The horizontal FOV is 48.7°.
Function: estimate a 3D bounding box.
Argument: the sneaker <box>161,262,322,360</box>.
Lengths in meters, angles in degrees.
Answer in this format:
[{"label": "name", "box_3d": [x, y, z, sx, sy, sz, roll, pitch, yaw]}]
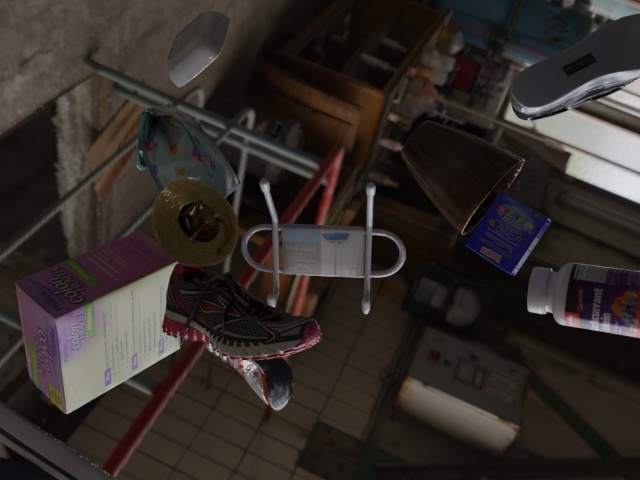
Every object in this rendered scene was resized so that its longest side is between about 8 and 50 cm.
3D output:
[{"label": "sneaker", "box_3d": [-0.131, 0.106, 1.058, 0.121, 0.299, 0.111, -5, 102, -54]}]

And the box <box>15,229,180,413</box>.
[{"label": "box", "box_3d": [-0.369, 0.133, 1.209, 0.243, 0.117, 0.213, -29, 139, -42]}]

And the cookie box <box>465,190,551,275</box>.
[{"label": "cookie box", "box_3d": [0.304, -0.012, 1.146, 0.107, 0.092, 0.040, -58, 151, 8]}]

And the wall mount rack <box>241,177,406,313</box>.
[{"label": "wall mount rack", "box_3d": [0.000, 0.000, 1.432, 0.130, 0.351, 0.303, -79, 169, -63]}]

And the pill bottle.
[{"label": "pill bottle", "box_3d": [0.450, 0.095, 1.174, 0.108, 0.194, 0.108, -25, 118, -59]}]

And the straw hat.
[{"label": "straw hat", "box_3d": [-0.178, -0.030, 1.074, 0.061, 0.145, 0.144, -38, 151, -65]}]

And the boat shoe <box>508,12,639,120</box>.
[{"label": "boat shoe", "box_3d": [0.351, -0.213, 0.903, 0.229, 0.080, 0.076, -26, 162, 6]}]

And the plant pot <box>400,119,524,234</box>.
[{"label": "plant pot", "box_3d": [0.305, -0.166, 1.623, 0.215, 0.230, 0.215, -45, 164, -17]}]

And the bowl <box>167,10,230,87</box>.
[{"label": "bowl", "box_3d": [-0.247, -0.385, 1.392, 0.142, 0.053, 0.141, -29, -141, 35]}]

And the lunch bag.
[{"label": "lunch bag", "box_3d": [-0.319, -0.194, 1.634, 0.160, 0.262, 0.223, -29, -170, 8]}]

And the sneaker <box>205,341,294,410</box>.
[{"label": "sneaker", "box_3d": [-0.160, 0.264, 1.573, 0.090, 0.145, 0.270, -51, 138, -26]}]

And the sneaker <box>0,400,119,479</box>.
[{"label": "sneaker", "box_3d": [-0.348, 0.208, 0.687, 0.127, 0.321, 0.126, -53, -166, -22]}]
